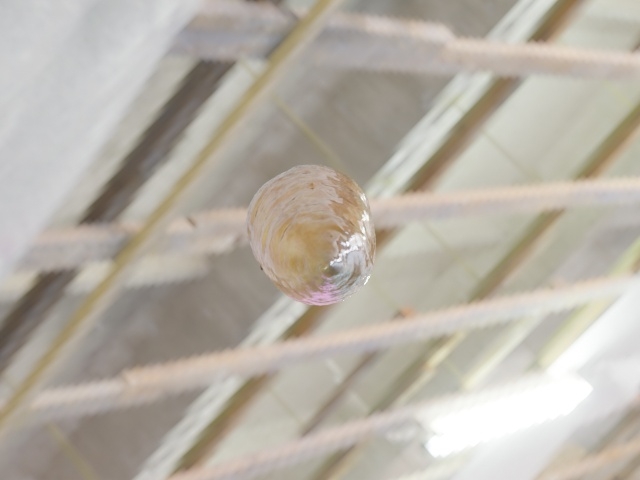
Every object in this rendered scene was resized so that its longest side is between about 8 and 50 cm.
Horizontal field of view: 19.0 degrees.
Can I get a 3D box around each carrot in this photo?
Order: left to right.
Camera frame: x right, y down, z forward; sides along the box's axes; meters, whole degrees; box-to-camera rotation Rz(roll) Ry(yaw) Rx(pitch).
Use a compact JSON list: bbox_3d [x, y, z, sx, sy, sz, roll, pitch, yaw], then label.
[{"bbox_3d":[0.000,0.000,0.970,0.072,0.072,0.205,-44,6,1],"label":"carrot"}]
